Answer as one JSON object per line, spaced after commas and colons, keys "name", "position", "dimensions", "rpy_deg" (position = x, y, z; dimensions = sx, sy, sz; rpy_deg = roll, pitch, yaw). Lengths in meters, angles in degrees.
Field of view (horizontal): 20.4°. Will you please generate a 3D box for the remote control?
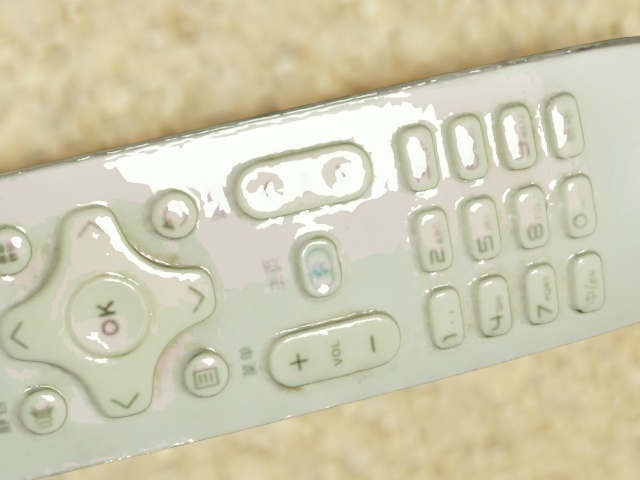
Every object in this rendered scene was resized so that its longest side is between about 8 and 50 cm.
{"name": "remote control", "position": [0.000, 0.000, 0.434], "dimensions": [0.229, 0.044, 0.073], "rpy_deg": [-14, 106, -11]}
